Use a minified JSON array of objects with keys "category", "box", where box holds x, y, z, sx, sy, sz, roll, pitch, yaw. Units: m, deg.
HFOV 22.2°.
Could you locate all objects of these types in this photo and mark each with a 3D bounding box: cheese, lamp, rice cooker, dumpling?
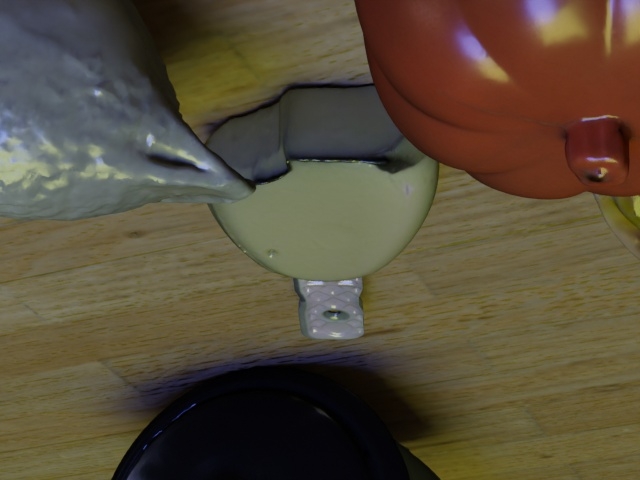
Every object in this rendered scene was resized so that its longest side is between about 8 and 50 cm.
[{"category":"cheese","box":[0.000,0.000,0.926,0.127,0.050,0.255,0,151,1]},{"category":"lamp","box":[0.104,-0.095,0.638,0.188,0.163,0.187,0,153,0]},{"category":"rice cooker","box":[-0.025,0.223,1.141,0.280,0.241,0.227,28,170,32]},{"category":"dumpling","box":[-0.140,-0.063,0.751,0.216,0.126,0.166,4,167,-12]}]

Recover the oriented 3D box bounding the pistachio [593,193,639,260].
[{"category":"pistachio","box":[0.218,-0.032,0.811,0.200,0.117,0.145,31,102,-31]}]
